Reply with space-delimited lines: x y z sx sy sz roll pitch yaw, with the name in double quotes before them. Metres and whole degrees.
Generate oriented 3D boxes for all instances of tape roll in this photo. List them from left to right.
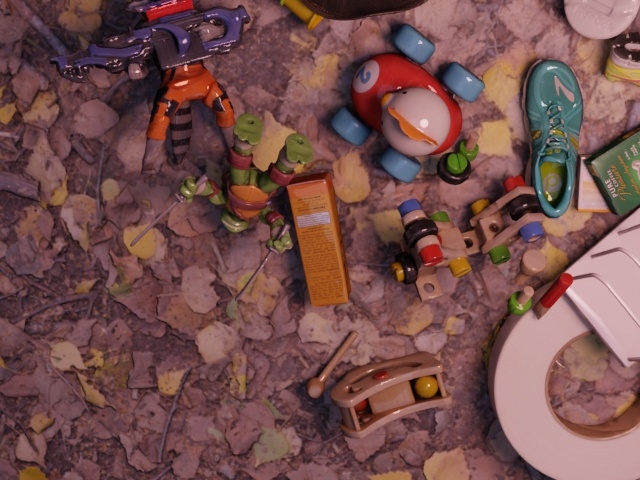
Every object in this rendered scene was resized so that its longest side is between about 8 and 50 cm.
"tape roll" 0.497 0.248 1.773 0.392 0.072 0.392 0 101 0

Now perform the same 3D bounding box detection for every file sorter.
"file sorter" 0.570 0.048 1.627 0.277 0.173 0.193 -39 89 -8

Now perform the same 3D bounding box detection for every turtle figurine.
"turtle figurine" -0.130 -0.059 1.665 0.198 0.274 0.266 44 135 15

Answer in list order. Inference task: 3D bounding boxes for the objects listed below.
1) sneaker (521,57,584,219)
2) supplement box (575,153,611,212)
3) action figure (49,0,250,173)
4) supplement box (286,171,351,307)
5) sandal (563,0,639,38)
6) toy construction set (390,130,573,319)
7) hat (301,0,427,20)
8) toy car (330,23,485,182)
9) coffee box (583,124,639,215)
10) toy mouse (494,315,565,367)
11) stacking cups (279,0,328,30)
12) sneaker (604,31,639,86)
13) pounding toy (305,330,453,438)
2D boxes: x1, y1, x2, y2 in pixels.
"sneaker" 0.401 -0.171 1.682 0.107 0.110 0.275 -4 104 8
"supplement box" 0.480 -0.100 1.728 0.062 0.036 0.098 2 104 6
"action figure" -0.289 -0.285 1.712 0.341 0.178 0.330 -10 99 -16
"supplement box" 0.000 0.000 1.796 0.080 0.078 0.233 -10 103 10
"sandal" 0.471 -0.537 1.586 0.169 0.102 0.416 18 111 19
"toy construction set" 0.265 0.031 1.715 0.257 0.237 0.309 -38 73 -27
"hat" 0.076 -0.515 1.573 0.331 0.134 0.331 0 88 -1
"toy car" 0.140 -0.215 1.637 0.210 0.238 0.219 37 106 -3
"coffee box" 0.552 -0.136 1.682 0.184 0.040 0.113 -34 103 -1
"toy mouse" 0.385 0.195 1.823 0.143 0.031 0.161 26 107 0
"stacking cups" -0.112 -0.489 1.682 0.316 0.096 0.096 39 106 1
"sneaker" 0.569 -0.293 1.653 0.208 0.081 0.094 6 151 -9
"pounding toy" 0.092 0.256 1.813 0.269 0.154 0.155 -15 103 11
